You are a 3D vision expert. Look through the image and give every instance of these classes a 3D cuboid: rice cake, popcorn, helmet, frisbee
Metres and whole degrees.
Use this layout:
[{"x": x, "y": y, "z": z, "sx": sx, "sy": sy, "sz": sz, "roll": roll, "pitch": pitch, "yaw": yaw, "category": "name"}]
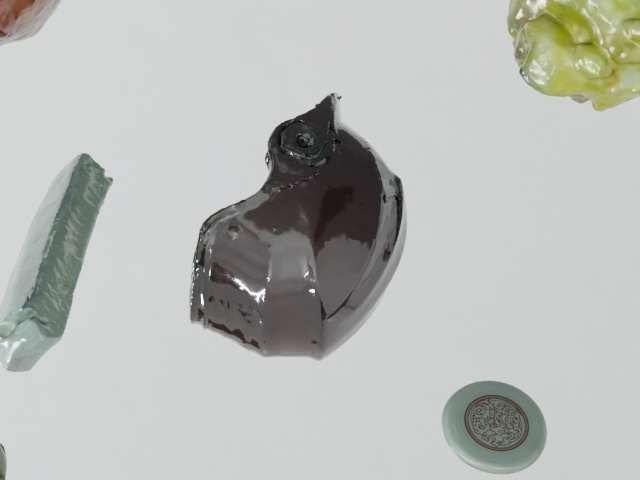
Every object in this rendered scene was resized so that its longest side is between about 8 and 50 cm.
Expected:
[{"x": -0.269, "y": 0.018, "z": 1.786, "sx": 0.063, "sy": 0.066, "sz": 0.336, "roll": 40, "pitch": -154, "yaw": -16, "category": "rice cake"}, {"x": 0.240, "y": -0.186, "z": 1.494, "sx": 0.142, "sy": 0.173, "sz": 0.173, "roll": 3, "pitch": -164, "yaw": -37, "category": "popcorn"}, {"x": 0.000, "y": 0.000, "z": 1.869, "sx": 0.177, "sy": 0.305, "sz": 0.225, "roll": 33, "pitch": 159, "yaw": 16, "category": "helmet"}, {"x": 0.177, "y": 0.188, "z": 1.796, "sx": 0.110, "sy": 0.110, "sz": 0.014, "roll": 23, "pitch": 141, "yaw": 8, "category": "frisbee"}]

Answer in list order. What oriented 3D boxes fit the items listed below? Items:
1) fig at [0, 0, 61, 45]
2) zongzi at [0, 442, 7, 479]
[{"x": -0.333, "y": -0.274, "z": 1.627, "sx": 0.224, "sy": 0.224, "sz": 0.263, "roll": 23, "pitch": -170, "yaw": 9, "category": "fig"}, {"x": -0.354, "y": 0.181, "z": 1.607, "sx": 0.119, "sy": 0.109, "sz": 0.055, "roll": -6, "pitch": -137, "yaw": 9, "category": "zongzi"}]
